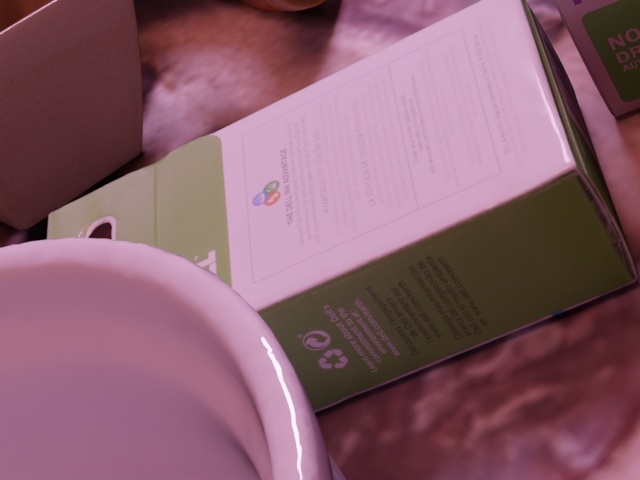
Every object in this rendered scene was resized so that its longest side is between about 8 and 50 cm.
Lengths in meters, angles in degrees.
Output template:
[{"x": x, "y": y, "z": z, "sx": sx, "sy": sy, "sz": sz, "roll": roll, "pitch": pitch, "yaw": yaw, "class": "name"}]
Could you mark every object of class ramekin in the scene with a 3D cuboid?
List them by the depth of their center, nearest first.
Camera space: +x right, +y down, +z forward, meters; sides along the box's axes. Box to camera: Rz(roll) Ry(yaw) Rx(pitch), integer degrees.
[{"x": -0.095, "y": 0.146, "z": 0.437, "sx": 0.277, "sy": 0.135, "sz": 0.277, "roll": -20, "pitch": 41, "yaw": 18, "class": "ramekin"}]

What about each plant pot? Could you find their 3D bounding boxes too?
[{"x": -0.143, "y": -0.070, "z": 0.705, "sx": 0.109, "sy": 0.096, "sz": 0.109, "roll": -38, "pitch": 37, "yaw": -27, "class": "plant pot"}]

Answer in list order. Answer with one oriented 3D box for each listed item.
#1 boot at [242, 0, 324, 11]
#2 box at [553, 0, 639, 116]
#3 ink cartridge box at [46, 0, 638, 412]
[{"x": -0.069, "y": -0.145, "z": 0.761, "sx": 0.152, "sy": 0.073, "sz": 0.197, "roll": -20, "pitch": 30, "yaw": 17, "class": "boot"}, {"x": 0.194, "y": -0.205, "z": 0.583, "sx": 0.262, "sy": 0.127, "sz": 0.231, "roll": -21, "pitch": 42, "yaw": 17, "class": "box"}, {"x": 0.000, "y": 0.000, "z": 0.570, "sx": 0.209, "sy": 0.062, "sz": 0.109, "roll": -24, "pitch": 41, "yaw": 15, "class": "ink cartridge box"}]
